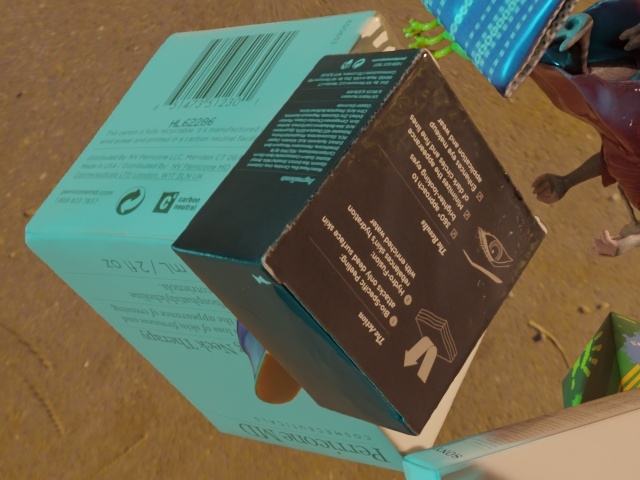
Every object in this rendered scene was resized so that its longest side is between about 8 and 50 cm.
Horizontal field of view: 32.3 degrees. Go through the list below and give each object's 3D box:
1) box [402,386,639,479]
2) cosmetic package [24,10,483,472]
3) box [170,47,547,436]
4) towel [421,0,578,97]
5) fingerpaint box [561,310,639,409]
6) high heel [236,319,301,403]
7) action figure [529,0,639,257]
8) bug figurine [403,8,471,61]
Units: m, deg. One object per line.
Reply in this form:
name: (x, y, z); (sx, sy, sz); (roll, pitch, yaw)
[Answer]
box: (0.227, 0.206, 0.684); (0.322, 0.058, 0.232); (-13, 91, -17)
cosmetic package: (-0.034, 0.003, 1.248); (0.393, 0.329, 0.327); (52, 55, -36)
box: (0.028, -0.001, 0.637); (0.158, 0.093, 0.156); (-54, 125, -22)
towel: (0.092, -0.286, 0.712); (0.040, 0.336, 0.243); (3, 130, -35)
fingerpaint box: (0.572, 0.328, 1.500); (0.445, 0.371, 0.163); (23, 121, -4)
high heel: (0.000, 0.000, 0.825); (0.082, 0.117, 0.244); (11, 120, -15)
action figure: (0.374, -0.120, 1.263); (0.276, 0.248, 0.370); (-34, 126, 5)
bug figurine: (0.145, -0.291, 1.028); (0.279, 0.072, 0.216); (-38, 117, -4)
